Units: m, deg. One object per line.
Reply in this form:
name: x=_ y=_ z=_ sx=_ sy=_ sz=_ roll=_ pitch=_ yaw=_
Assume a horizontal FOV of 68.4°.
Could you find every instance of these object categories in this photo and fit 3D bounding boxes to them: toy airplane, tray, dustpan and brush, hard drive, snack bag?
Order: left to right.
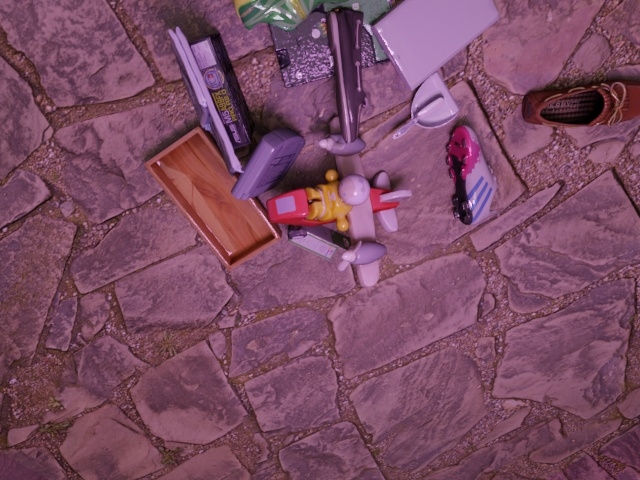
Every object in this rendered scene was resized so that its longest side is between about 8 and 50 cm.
snack bag: x=-0.287 y=-0.318 z=1.188 sx=0.037 sy=0.323 sz=0.342 roll=-25 pitch=100 yaw=-10
tray: x=-0.317 y=-0.125 z=1.438 sx=0.203 sy=0.076 sz=0.411 roll=-31 pitch=108 yaw=11
hard drive: x=0.037 y=-0.570 z=1.265 sx=0.339 sy=0.064 sz=0.237 roll=-14 pitch=116 yaw=4
toy airplane: x=0.092 y=-0.115 z=1.345 sx=0.386 sy=0.272 sz=0.384 roll=37 pitch=73 yaw=-4
dustpan and brush: x=0.296 y=-0.370 z=1.382 sx=0.211 sy=0.060 sz=0.147 roll=-35 pitch=114 yaw=13
hard drive: x=0.308 y=-0.579 z=1.249 sx=0.307 sy=0.040 sz=0.203 roll=-39 pitch=118 yaw=2

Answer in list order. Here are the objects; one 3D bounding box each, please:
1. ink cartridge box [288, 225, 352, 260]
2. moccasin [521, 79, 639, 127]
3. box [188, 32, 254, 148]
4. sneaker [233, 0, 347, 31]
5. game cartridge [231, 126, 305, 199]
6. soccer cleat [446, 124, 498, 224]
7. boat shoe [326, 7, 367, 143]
ink cartridge box: x=0.000 y=0.000 z=1.518 sx=0.209 sy=0.109 sz=0.062 roll=24 pitch=112 yaw=-15
moccasin: x=0.791 y=-0.393 z=1.357 sx=0.380 sy=0.147 sz=0.139 roll=0 pitch=116 yaw=-4
box: x=-0.252 y=-0.399 z=1.245 sx=0.060 sy=0.216 sz=0.270 roll=-18 pitch=117 yaw=3
sneaker: x=-0.065 y=-0.594 z=1.169 sx=0.296 sy=0.109 sz=0.123 roll=-9 pitch=139 yaw=-1
game cartridge: x=-0.133 y=-0.220 z=1.306 sx=0.060 sy=0.294 sz=0.196 roll=40 pitch=109 yaw=1
soccer cleat: x=0.479 y=-0.207 z=1.461 sx=0.143 sy=0.116 sz=0.331 roll=-19 pitch=119 yaw=-12
boat shoe: x=0.085 y=-0.425 z=1.218 sx=0.096 sy=0.112 sz=0.335 roll=-9 pitch=100 yaw=-6
